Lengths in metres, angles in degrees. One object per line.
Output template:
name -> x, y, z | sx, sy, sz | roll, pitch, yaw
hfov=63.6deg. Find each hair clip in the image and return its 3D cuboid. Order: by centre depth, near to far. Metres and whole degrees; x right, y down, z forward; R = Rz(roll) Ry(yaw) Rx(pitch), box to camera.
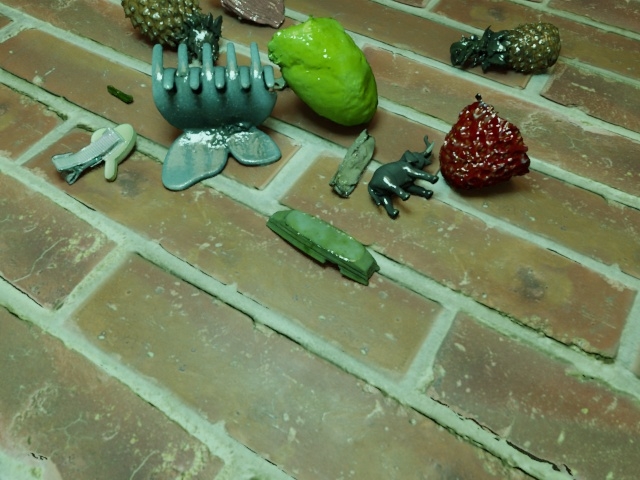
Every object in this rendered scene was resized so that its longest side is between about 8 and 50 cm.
hair clip -> -0.568, -0.224, 1.333 | 0.218, 0.071, 0.159 | -39, 69, -18
hair clip -> -0.267, -0.358, 1.333 | 0.319, 0.238, 0.392 | -4, 54, -6

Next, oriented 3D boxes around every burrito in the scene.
burrito -> 0.087, -0.203, 1.335 | 0.063, 0.058, 0.229 | 18, 54, 17

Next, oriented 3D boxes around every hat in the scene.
hat -> -0.259, -0.824, 1.739 | 0.287, 0.107, 0.236 | 11, 51, -22

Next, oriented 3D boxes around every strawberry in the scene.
strawberry -> 0.381, -0.212, 1.265 | 0.178, 0.234, 0.234 | -40, 62, -2

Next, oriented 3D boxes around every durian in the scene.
durian -> 0.031, -0.435, 1.352 | 0.340, 0.204, 0.256 | 41, 16, -12

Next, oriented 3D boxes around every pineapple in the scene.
pineapple -> 0.557, -0.589, 1.576 | 0.310, 0.141, 0.170 | -2, 59, 7
pineapple -> -0.423, -0.672, 1.590 | 0.357, 0.223, 0.223 | 40, 62, 4

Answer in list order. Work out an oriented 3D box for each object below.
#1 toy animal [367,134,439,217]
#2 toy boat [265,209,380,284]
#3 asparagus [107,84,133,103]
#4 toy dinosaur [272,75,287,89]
toy animal -> 0.229, -0.165, 1.291 | 0.269, 0.082, 0.137 | -38, 64, -23
toy boat -> 0.000, 0.000, 1.187 | 0.293, 0.055, 0.093 | 30, 57, 19
asparagus -> -0.585, -0.428, 1.506 | 0.108, 0.021, 0.025 | 31, 56, 20
toy dinosaur -> -0.063, -0.496, 1.555 | 0.212, 0.057, 0.142 | -29, 39, -33
